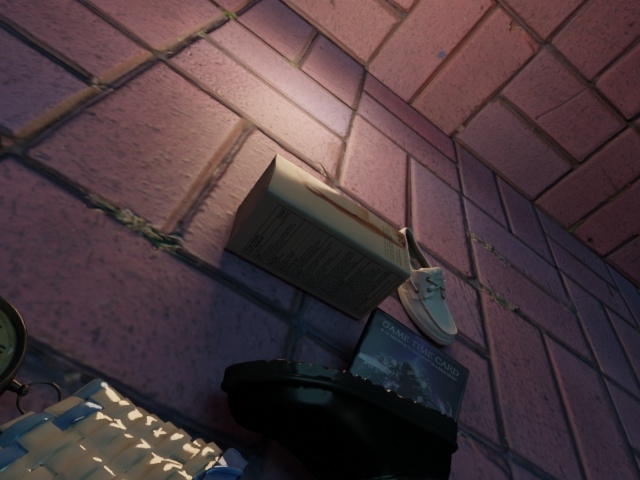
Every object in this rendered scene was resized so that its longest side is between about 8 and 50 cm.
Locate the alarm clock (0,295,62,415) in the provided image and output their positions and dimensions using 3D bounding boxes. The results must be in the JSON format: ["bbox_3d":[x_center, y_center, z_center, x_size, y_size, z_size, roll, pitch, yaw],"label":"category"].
[{"bbox_3d":[-0.338,0.116,0.450,0.192,0.064,0.129,32,34,-12],"label":"alarm clock"}]

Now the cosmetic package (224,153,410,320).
[{"bbox_3d":[0.000,0.000,0.860,0.296,0.153,0.129,31,33,-20],"label":"cosmetic package"}]

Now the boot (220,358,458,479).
[{"bbox_3d":[0.025,0.300,0.545,0.348,0.131,0.260,23,53,-14],"label":"boot"}]

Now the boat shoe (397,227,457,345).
[{"bbox_3d":[0.224,0.091,1.040,0.098,0.096,0.277,2,51,-46],"label":"boat shoe"}]

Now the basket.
[{"bbox_3d":[-0.135,0.270,0.334,0.289,0.255,0.201,32,21,8],"label":"basket"}]

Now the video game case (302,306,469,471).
[{"bbox_3d":[0.114,0.260,0.716,0.196,0.026,0.274,35,50,-4],"label":"video game case"}]
